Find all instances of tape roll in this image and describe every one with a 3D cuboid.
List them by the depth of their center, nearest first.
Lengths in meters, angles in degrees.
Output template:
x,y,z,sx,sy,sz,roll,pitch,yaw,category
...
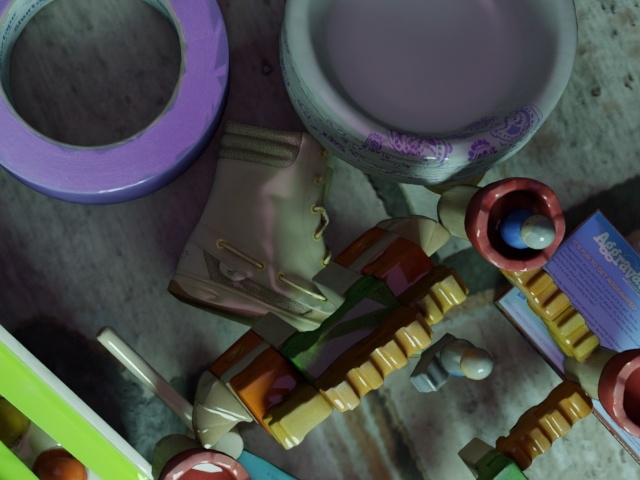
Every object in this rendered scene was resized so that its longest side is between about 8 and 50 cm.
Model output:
x,y,z,sx,sy,sz,roll,pitch,yaw,category
-0.228,-0.176,1.679,0.275,0.090,0.275,0,84,-2,tape roll

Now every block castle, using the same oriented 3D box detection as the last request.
x,y,z,sx,sy,sz,roll,pitch,yaw,category
0.090,0.174,1.519,0.453,0.213,0.303,-41,104,-8,block castle

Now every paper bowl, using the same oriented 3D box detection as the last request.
x,y,z,sx,sy,sz,roll,pitch,yaw,category
0.101,-0.192,1.651,0.284,0.148,0.284,2,74,-6,paper bowl

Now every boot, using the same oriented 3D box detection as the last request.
x,y,z,sx,sy,sz,roll,pitch,yaw,category
0.000,0.000,1.668,0.262,0.095,0.203,17,81,3,boot

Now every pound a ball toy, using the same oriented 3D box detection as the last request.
x,y,z,sx,sy,sz,roll,pitch,yaw,category
-0.260,0.162,1.609,0.319,0.136,0.208,44,75,-13,pound a ball toy

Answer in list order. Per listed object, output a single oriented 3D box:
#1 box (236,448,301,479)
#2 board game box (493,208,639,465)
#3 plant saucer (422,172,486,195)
x,y,z,sx,sy,sz,roll,pitch,yaw,category
-0.095,0.333,1.638,0.100,0.060,0.244,29,83,2,box
0.323,0.119,1.696,0.145,0.027,0.281,-42,86,-4,board game box
0.132,-0.085,1.718,0.083,0.015,0.083,0,84,-2,plant saucer
